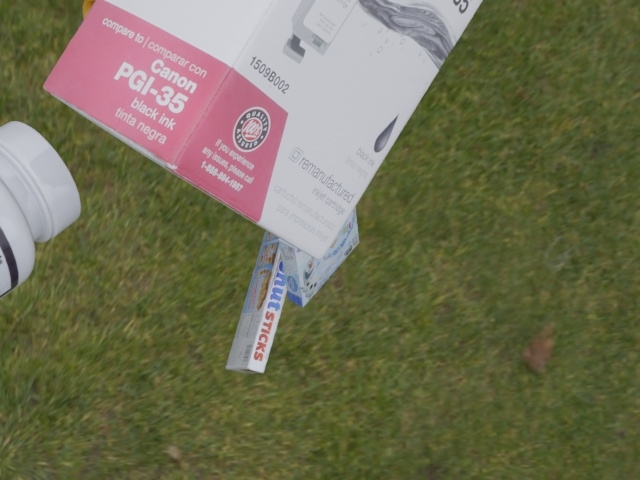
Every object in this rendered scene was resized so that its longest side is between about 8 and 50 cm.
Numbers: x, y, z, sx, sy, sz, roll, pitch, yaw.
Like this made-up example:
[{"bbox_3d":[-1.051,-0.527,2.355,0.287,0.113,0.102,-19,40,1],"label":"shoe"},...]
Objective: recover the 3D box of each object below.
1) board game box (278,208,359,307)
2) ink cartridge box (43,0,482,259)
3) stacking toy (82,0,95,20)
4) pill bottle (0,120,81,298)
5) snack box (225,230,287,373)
[{"bbox_3d":[0.000,0.000,1.071,0.020,0.090,0.090,28,59,24],"label":"board game box"},{"bbox_3d":[-0.008,-0.156,0.750,0.117,0.207,0.283,31,89,30],"label":"ink cartridge box"},{"bbox_3d":[-0.185,-0.283,1.097,0.166,0.175,0.302,-18,123,19],"label":"stacking toy"},{"bbox_3d":[-0.250,0.005,0.754,0.193,0.108,0.108,-39,91,-31],"label":"pill bottle"},{"bbox_3d":[-0.053,0.048,1.223,0.022,0.064,0.178,21,76,-20],"label":"snack box"}]
